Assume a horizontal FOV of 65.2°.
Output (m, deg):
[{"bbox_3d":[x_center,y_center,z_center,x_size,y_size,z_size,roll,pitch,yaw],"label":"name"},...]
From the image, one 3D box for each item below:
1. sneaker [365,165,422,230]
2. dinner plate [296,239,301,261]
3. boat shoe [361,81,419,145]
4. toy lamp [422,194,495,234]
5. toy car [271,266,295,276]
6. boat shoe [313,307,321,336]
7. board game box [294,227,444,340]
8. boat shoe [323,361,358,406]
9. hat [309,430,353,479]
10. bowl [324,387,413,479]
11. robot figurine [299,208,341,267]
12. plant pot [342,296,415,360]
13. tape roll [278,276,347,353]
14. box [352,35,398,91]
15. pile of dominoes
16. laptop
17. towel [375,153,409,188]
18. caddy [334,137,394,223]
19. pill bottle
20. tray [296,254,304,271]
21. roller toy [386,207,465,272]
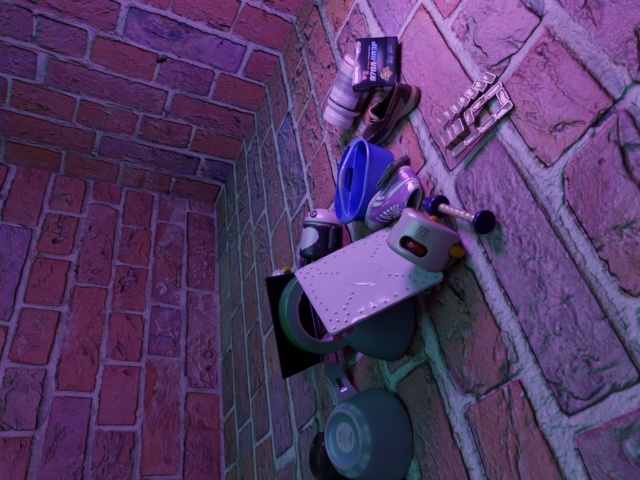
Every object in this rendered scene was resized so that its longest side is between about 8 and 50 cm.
[{"bbox_3d":[0.259,-0.111,1.775,0.282,0.102,0.161,-60,34,35],"label":"sneaker"},{"bbox_3d":[-0.098,0.054,2.566,0.141,0.017,0.141,-32,54,58],"label":"dinner plate"},{"bbox_3d":[0.236,-0.488,1.938,0.342,0.123,0.123,-39,46,54],"label":"boat shoe"},{"bbox_3d":[0.398,-0.085,1.490,0.274,0.080,0.080,34,111,64],"label":"toy lamp"},{"bbox_3d":[-0.169,0.227,2.529,0.136,0.159,0.182,16,95,30],"label":"toy car"},{"bbox_3d":[-0.031,0.307,2.232,0.114,0.091,0.303,103,156,-45],"label":"boat shoe"},{"bbox_3d":[0.147,0.128,1.652,0.390,0.389,0.050,52,165,58],"label":"board game box"},{"bbox_3d":[0.083,0.589,1.889,0.268,0.096,0.088,56,162,40],"label":"boat shoe"},{"bbox_3d":[0.035,0.808,1.849,0.331,0.133,0.332,-37,48,55],"label":"hat"},{"bbox_3d":[0.128,0.637,1.612,0.311,0.163,0.312,-17,68,50],"label":"bowl"},{"bbox_3d":[-0.003,0.000,2.193,0.209,0.173,0.278,6,85,21],"label":"robot figurine"},{"bbox_3d":[0.159,0.261,1.709,0.290,0.195,0.291,-173,90,-67],"label":"plant pot"},{"bbox_3d":[0.001,0.268,1.906,0.077,0.321,0.322,-17,66,61],"label":"tape roll"},{"bbox_3d":[0.221,-0.706,2.007,0.051,0.175,0.221,50,-136,-73],"label":"box"},{"bbox_3d":[0.470,-0.382,1.530,0.251,0.040,0.196,-42,43,41],"label":"pile of dominoes"},{"bbox_3d":[-0.147,0.334,2.067,0.408,0.236,0.382,161,100,-65],"label":"laptop"},{"bbox_3d":[0.259,-0.246,1.800,0.023,0.152,0.113,38,129,12],"label":"towel"},{"bbox_3d":[0.150,-0.226,1.955,0.241,0.179,0.342,-9,72,63],"label":"caddy"},{"bbox_3d":[0.128,-0.646,2.188,0.283,0.161,0.161,-64,29,31],"label":"pill bottle"},{"bbox_3d":[-0.080,0.120,2.351,0.270,0.030,0.145,-56,-30,-80],"label":"tray"},{"bbox_3d":[0.310,-0.007,1.498,0.146,0.191,0.209,-62,28,12],"label":"roller toy"}]
